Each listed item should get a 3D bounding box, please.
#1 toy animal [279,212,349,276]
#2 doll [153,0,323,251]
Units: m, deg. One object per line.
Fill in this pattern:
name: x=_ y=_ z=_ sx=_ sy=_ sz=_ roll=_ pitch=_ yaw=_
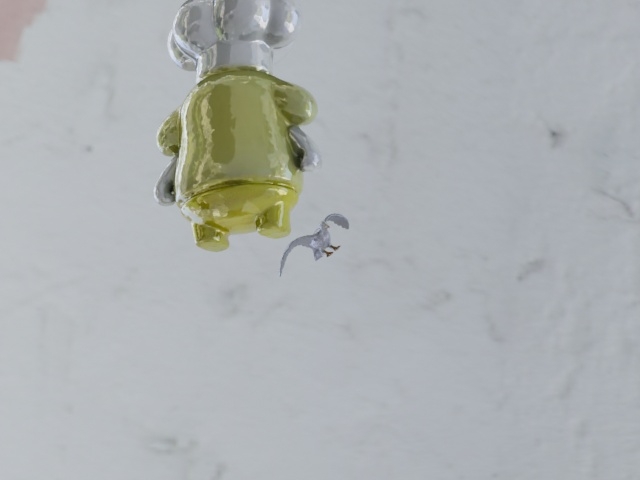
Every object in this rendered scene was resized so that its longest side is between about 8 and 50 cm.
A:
toy animal: x=0.001 y=0.000 z=1.486 sx=0.028 sy=0.084 sz=0.050 roll=56 pitch=-33 yaw=-3
doll: x=-0.048 y=-0.076 z=1.029 sx=0.106 sy=0.062 sz=0.162 roll=-11 pitch=-112 yaw=21
